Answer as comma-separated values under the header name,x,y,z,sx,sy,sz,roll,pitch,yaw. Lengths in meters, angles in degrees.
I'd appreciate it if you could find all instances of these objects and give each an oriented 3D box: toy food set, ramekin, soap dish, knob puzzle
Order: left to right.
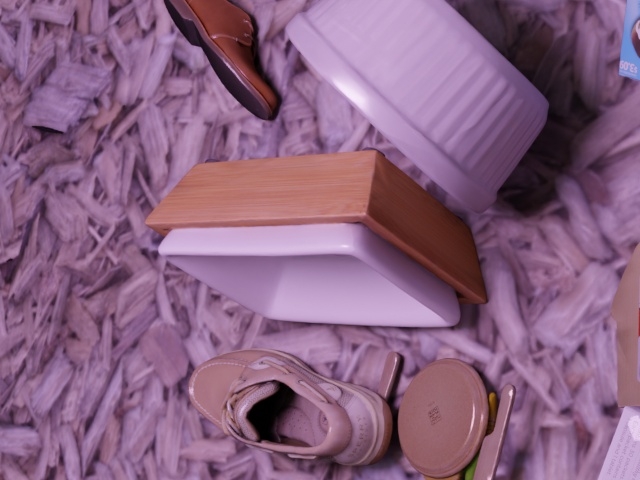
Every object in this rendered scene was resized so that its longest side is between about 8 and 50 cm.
name,x,y,z,sx,sy,sz,roll,pitch,yaw
soap dish,0.000,0.000,1.417,0.291,0.229,0.118,-2,65,39
ramekin,0.104,-0.162,1.333,0.127,0.273,0.273,-47,57,9
toy food set,0.128,0.187,1.400,0.192,0.038,0.132,14,86,50
knob puzzle,0.343,0.053,1.234,0.213,0.030,0.213,-25,59,51

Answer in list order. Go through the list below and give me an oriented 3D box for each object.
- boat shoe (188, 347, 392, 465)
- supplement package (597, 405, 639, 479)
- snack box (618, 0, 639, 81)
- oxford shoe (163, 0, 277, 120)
name,x,y,z,sx,sy,sz,roll,pitch,yaw
boat shoe,-0.058,0.180,1.497,0.302,0.098,0.109,11,92,47
supplement package,0.362,0.246,1.132,0.244,0.134,0.139,23,98,39
snack box,0.388,-0.194,1.130,0.322,0.060,0.187,30,124,51
oxford shoe,-0.105,-0.236,1.634,0.076,0.076,0.212,-31,70,-12
